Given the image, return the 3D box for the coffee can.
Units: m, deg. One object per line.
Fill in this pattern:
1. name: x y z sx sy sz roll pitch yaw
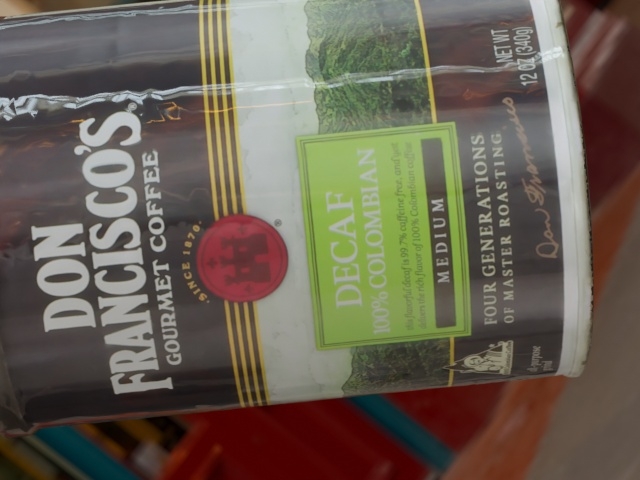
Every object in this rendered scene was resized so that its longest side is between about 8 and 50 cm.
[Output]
1. coffee can: -0.023 -0.021 0.934 0.201 0.275 0.202 174 90 -90
